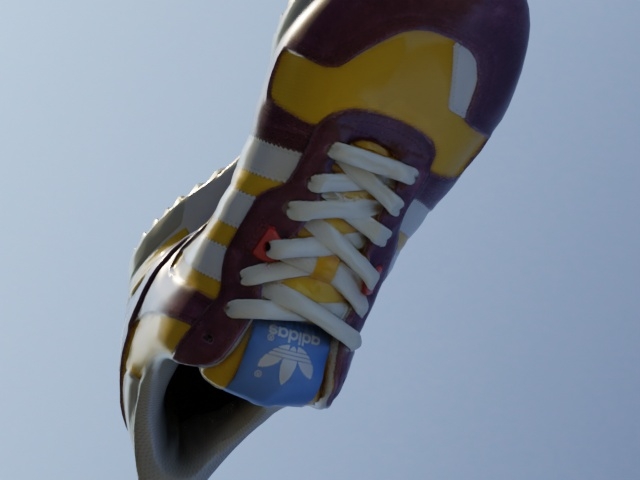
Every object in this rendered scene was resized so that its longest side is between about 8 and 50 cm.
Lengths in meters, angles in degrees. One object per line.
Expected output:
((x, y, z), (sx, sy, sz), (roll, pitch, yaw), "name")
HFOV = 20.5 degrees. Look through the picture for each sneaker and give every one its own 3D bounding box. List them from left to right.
((0.000, 0.000, 0.483), (0.185, 0.070, 0.084), (126, -26, -42), "sneaker")
